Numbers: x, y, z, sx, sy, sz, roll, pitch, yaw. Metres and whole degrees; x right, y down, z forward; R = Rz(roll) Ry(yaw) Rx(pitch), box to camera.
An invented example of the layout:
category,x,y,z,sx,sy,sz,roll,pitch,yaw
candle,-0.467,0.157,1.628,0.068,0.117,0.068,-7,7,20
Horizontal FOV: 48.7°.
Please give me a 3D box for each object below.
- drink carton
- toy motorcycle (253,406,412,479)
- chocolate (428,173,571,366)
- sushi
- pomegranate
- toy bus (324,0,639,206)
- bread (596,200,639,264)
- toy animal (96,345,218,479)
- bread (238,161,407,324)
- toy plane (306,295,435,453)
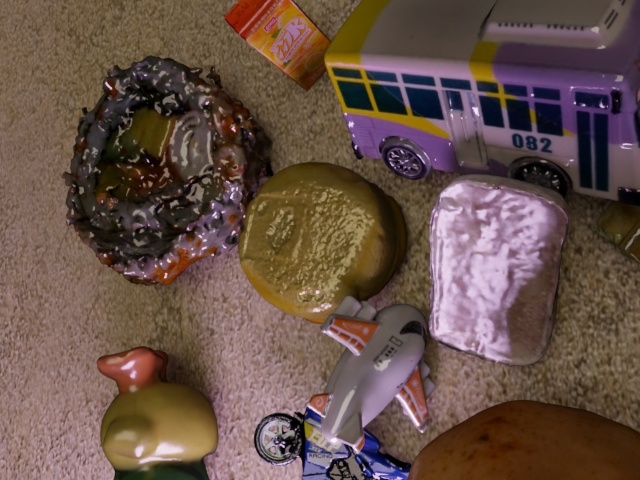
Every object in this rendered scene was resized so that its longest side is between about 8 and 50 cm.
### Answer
category,x,y,z,sx,sy,sz,roll,pitch,yaw
drink carton,-0.057,-0.338,1.170,0.096,0.223,0.071,-45,68,10
toy motorcycle,0.052,0.340,1.099,0.315,0.113,0.169,31,86,14
chocolate,0.252,0.037,0.998,0.185,0.100,0.303,18,133,28
sushi,-0.289,-0.134,1.263,0.417,0.176,0.418,-3,82,22
pomegranate,0.271,0.397,0.850,0.411,0.411,0.412,-3,82,22
toy bus,0.249,-0.218,0.957,0.439,0.249,0.209,15,57,33
bread,0.506,-0.073,0.956,0.152,0.130,0.268,38,96,24
toy animal,-0.266,0.345,1.184,0.191,0.216,0.338,-5,83,-5
bread,0.000,0.000,1.144,0.269,0.148,0.270,-5,77,21
toy plane,0.083,0.196,1.044,0.117,0.244,0.245,-3,80,60
